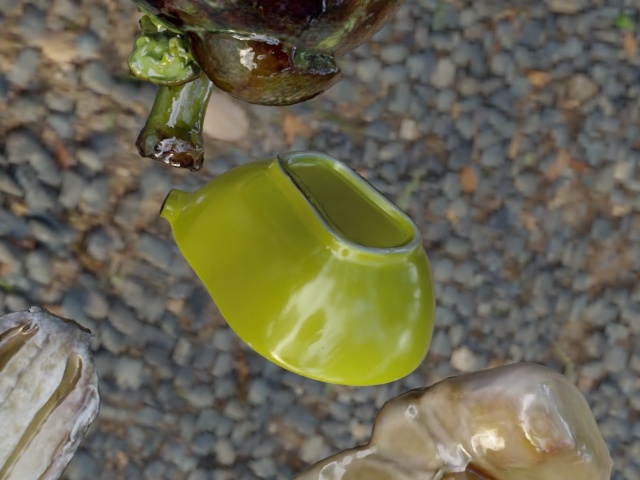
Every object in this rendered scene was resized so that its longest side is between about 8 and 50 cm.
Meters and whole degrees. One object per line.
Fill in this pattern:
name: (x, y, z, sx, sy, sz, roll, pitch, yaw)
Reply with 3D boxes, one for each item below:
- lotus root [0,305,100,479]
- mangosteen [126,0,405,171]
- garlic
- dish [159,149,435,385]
lotus root: (-0.315, 0.197, 1.472, 0.167, 0.078, 0.329, 39, 81, -22)
mangosteen: (-0.062, -0.185, 1.133, 0.231, 0.231, 0.289, 23, 105, -40)
garlic: (0.068, 0.162, 0.993, 0.217, 0.110, 0.228, -27, 136, 6)
dish: (0.000, 0.000, 1.488, 0.221, 0.262, 0.108, -5, 134, -47)
